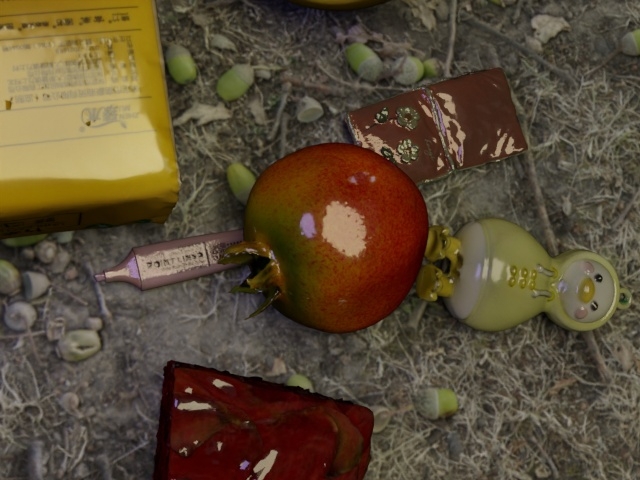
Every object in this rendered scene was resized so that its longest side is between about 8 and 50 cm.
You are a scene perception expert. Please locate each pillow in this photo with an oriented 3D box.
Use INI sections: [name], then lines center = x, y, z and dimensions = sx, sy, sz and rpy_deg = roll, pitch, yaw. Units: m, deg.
[pillow]
center = 0.150, -0.140, 1.494
dimensions = 0.232, 0.043, 0.126
rpy_deg = -19, 86, -17

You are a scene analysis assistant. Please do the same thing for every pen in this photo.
[pen]
center = -0.173, 0.024, 1.396
dimensions = 0.197, 0.032, 0.053
rpy_deg = -13, 85, -17

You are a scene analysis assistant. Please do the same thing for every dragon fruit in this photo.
[dragon fruit]
center = -0.066, 0.309, 1.279
dimensions = 0.286, 0.228, 0.329
rpy_deg = 15, 76, -13

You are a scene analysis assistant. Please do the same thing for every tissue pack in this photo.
[tissue pack]
center = -0.363, -0.148, 1.274
dimensions = 0.381, 0.228, 0.293
rpy_deg = -8, 83, -13

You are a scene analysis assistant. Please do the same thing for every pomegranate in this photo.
[pomegranate]
center = 0.000, 0.000, 1.342
dimensions = 0.256, 0.221, 0.221
rpy_deg = -23, 87, -30

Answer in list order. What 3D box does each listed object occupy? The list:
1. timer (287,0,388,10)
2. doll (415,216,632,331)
[timer]
center = 0.025, -0.471, 1.382
dimensions = 0.376, 0.376, 0.387
rpy_deg = 16, 56, -11
[doll]
center = 0.261, 0.049, 1.453
dimensions = 0.296, 0.117, 0.141
rpy_deg = 8, 83, -12
